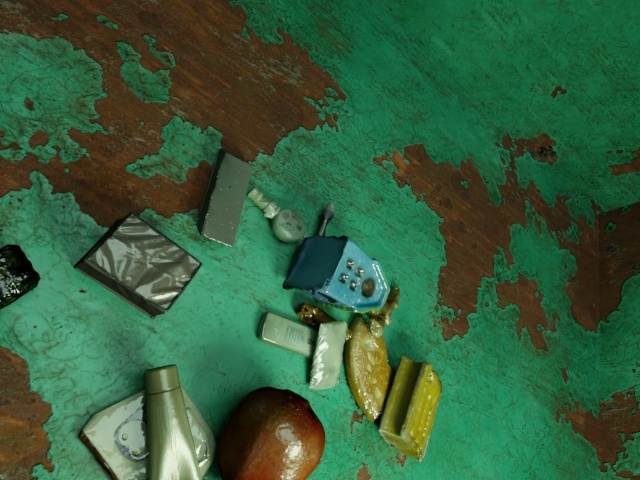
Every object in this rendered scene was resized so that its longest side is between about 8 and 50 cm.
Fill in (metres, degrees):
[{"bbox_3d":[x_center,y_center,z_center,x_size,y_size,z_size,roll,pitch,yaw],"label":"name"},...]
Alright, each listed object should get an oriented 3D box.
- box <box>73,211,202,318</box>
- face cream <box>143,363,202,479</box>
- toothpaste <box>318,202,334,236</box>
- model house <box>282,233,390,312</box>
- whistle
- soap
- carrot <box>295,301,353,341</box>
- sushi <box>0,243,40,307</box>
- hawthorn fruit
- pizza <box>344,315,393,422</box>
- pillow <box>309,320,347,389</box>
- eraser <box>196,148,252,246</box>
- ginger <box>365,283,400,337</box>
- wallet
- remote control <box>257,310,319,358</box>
[{"bbox_3d":[-0.483,0.069,1.234,0.252,0.153,0.188,43,56,-19],"label":"box"},{"bbox_3d":[-0.377,0.489,1.146,0.137,0.084,0.341,-6,81,-31],"label":"face cream"},{"bbox_3d":[0.000,0.000,1.673,0.075,0.048,0.301,44,57,-51],"label":"toothpaste"},{"bbox_3d":[0.070,0.131,1.543,0.303,0.237,0.215,33,73,-33],"label":"model house"},{"bbox_3d":[-0.148,-0.082,1.582,0.258,0.067,0.126,43,45,-12],"label":"whistle"},{"bbox_3d":[0.332,0.599,1.635,0.259,0.143,0.281,59,45,-39],"label":"soap"},{"bbox_3d":[0.014,0.283,1.577,0.229,0.069,0.069,34,58,-25],"label":"carrot"},{"bbox_3d":[-0.765,0.105,1.034,0.225,0.124,0.127,-32,94,-39],"label":"sushi"},{"bbox_3d":[-0.138,0.554,1.255,0.295,0.295,0.311,33,93,-23],"label":"hawthorn fruit"},{"bbox_3d":[0.172,0.450,1.632,0.182,0.074,0.365,-3,74,-34],"label":"pizza"},{"bbox_3d":[0.029,0.381,1.528,0.128,0.051,0.229,10,90,-41],"label":"pillow"},{"bbox_3d":[-0.307,-0.146,1.480,0.111,0.077,0.352,25,62,-31],"label":"eraser"},{"bbox_3d":[0.227,0.249,1.703,0.148,0.081,0.334,51,28,12],"label":"ginger"},{"bbox_3d":[-0.421,0.537,1.178,0.275,0.068,0.335,-36,96,-36],"label":"wallet"},{"bbox_3d":[-0.097,0.312,1.505,0.233,0.038,0.098,27,62,-28],"label":"remote control"}]
